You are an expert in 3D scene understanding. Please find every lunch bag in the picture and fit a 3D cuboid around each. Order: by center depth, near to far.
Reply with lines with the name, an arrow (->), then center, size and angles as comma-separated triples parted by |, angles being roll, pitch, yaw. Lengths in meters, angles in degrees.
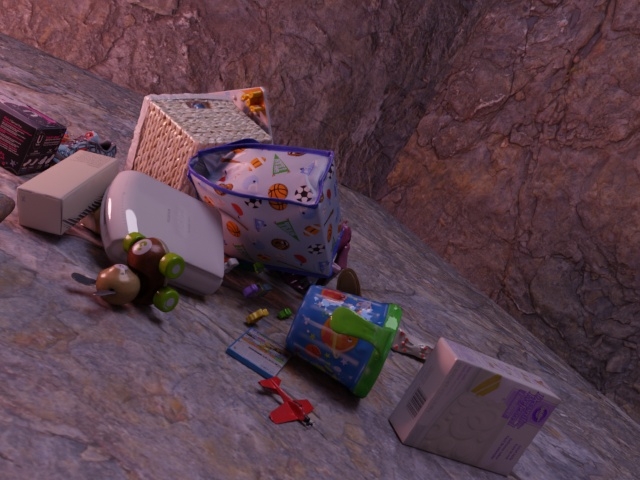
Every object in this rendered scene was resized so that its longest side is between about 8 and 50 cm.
lunch bag -> -0.147, -0.093, 1.834 | 0.385, 0.328, 0.239 | 6, 51, 14

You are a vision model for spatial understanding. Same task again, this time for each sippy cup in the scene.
sippy cup -> 0.045, 0.219, 1.588 | 0.224, 0.306, 0.240 | 24, 38, 3

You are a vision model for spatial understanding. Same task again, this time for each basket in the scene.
basket -> -0.376, -0.241, 2.059 | 0.328, 0.331, 0.266 | -13, 48, -48

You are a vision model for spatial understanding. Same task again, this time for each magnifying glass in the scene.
magnifying glass -> -0.244, 0.064, 1.976 | 0.092, 0.026, 0.231 | 34, 12, 19

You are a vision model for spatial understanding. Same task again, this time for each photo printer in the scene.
photo printer -> -0.381, -0.024, 1.627 | 0.307, 0.107, 0.256 | 28, 36, -33

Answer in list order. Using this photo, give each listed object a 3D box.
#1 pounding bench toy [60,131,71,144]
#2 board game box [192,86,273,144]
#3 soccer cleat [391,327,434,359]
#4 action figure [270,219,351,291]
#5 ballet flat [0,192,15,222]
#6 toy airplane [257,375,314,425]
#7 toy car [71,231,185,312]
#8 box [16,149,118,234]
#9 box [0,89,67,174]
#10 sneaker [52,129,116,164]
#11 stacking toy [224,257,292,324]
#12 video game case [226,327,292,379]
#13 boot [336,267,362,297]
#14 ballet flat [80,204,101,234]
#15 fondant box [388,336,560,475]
pounding bench toy -> -0.808, -0.307, 2.044 | 0.083, 0.065, 0.052 | 20, 16, -34
board game box -> -0.292, -0.301, 2.260 | 0.050, 0.390, 0.389 | -18, 17, -39
soccer cleat -> 0.261, 0.313, 2.059 | 0.196, 0.068, 0.076 | 27, -1, -18
action figure -> 0.000, 0.000, 2.144 | 0.248, 0.275, 0.370 | 51, 44, 2
ballet flat -> -0.691, -0.028, 1.240 | 0.106, 0.107, 0.316 | 55, 26, 16
toy airplane -> -0.069, 0.324, 1.371 | 0.151, 0.028, 0.151 | 28, 15, -8
toy car -> -0.403, 0.072, 1.380 | 0.155, 0.149, 0.188 | 25, 20, 34
box -> -0.584, -0.119, 1.583 | 0.113, 0.094, 0.275 | 14, 27, 7
box -> -0.836, -0.300, 1.789 | 0.247, 0.142, 0.163 | 31, 14, 1
sneaker -> -0.715, -0.278, 2.002 | 0.104, 0.125, 0.262 | 35, 14, 23
stacking toy -> -0.166, 0.133, 1.743 | 0.167, 0.052, 0.221 | 58, 14, 14
video game case -> -0.134, 0.253, 1.523 | 0.119, 0.015, 0.166 | 31, 13, 6
boot -> 0.100, 0.178, 2.010 | 0.072, 0.197, 0.152 | -7, -1, 13
ballet flat -> -0.576, -0.067, 1.683 | 0.073, 0.080, 0.232 | -14, 35, -31
fondant box -> 0.360, 0.392, 1.574 | 0.330, 0.238, 0.096 | 23, 14, -25
